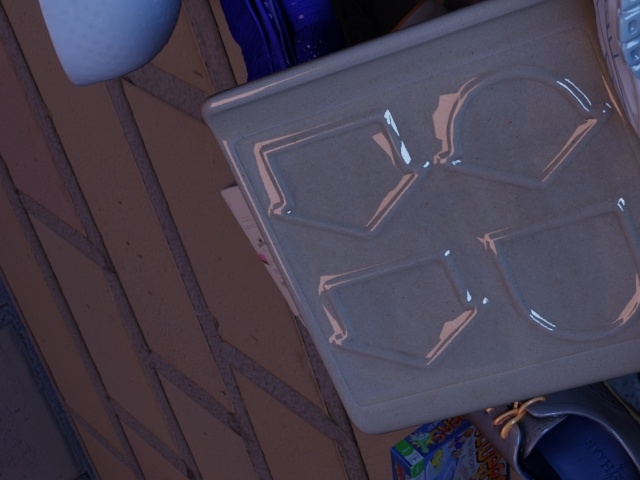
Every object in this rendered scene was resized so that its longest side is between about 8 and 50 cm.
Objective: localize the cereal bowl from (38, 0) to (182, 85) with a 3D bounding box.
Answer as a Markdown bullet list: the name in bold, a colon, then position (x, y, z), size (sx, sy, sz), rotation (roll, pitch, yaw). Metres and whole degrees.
- **cereal bowl**: position (-0.198, -0.323, 1.528), size (0.339, 0.141, 0.339), rotation (170, 90, -89)

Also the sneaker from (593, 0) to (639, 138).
- **sneaker**: position (0.210, -0.146, 1.007), size (0.129, 0.111, 0.297), rotation (61, 174, 36)

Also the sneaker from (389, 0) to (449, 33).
- **sneaker**: position (0.108, -0.078, 1.380), size (0.121, 0.099, 0.262), rotation (37, 155, 24)

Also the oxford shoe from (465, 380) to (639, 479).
- **oxford shoe**: position (0.180, 0.126, 1.411), size (0.363, 0.130, 0.133), rotation (42, -169, 13)

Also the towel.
- **towel**: position (-0.050, -0.201, 1.430), size (0.227, 0.076, 0.308), rotation (149, 104, -75)

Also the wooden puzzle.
- **wooden puzzle**: position (0.117, -0.021, 1.279), size (0.322, 0.080, 0.348), rotation (-16, 116, 23)

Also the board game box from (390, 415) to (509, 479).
- **board game box**: position (0.140, 0.247, 1.709), size (0.035, 0.136, 0.201), rotation (42, 155, 33)

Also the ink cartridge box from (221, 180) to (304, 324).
- **ink cartridge box**: position (0.000, 0.000, 1.682), size (0.198, 0.115, 0.067), rotation (59, 158, -9)
